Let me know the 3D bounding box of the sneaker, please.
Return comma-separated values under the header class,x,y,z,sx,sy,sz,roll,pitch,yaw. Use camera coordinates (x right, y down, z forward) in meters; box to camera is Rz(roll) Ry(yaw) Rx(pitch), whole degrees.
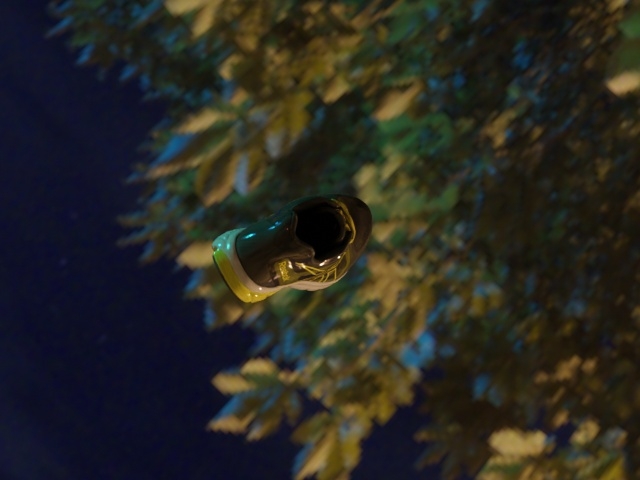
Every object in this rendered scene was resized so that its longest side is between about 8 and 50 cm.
class,x,y,z,sx,sy,sz,roll,pitch,yaw
sneaker,0.000,0.000,0.581,0.035,0.083,0.031,-25,-89,32
